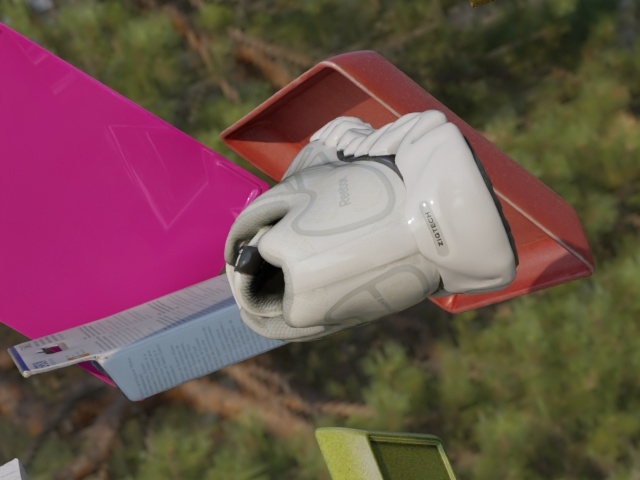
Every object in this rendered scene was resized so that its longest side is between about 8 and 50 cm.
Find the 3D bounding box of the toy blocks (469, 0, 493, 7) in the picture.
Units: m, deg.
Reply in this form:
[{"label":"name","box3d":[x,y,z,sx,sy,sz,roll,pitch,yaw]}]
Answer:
[{"label":"toy blocks","box3d":[0.203,-0.260,1.107,0.381,0.191,0.261,-22,16,-15]}]

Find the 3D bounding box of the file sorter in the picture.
[{"label":"file sorter","box3d":[-0.226,-0.037,1.488,0.202,0.290,0.182,-59,10,-1]}]

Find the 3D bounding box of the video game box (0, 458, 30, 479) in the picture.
[{"label":"video game box","box3d":[-0.324,0.326,1.656,0.187,0.205,0.048,-24,27,-6]}]

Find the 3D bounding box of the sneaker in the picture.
[{"label":"sneaker","box3d":[0.000,0.000,0.923,0.118,0.110,0.292,-26,2,-11]}]

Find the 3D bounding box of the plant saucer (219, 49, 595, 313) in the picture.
[{"label":"plant saucer","box3d":[0.070,-0.048,1.410,0.048,0.259,0.258,-56,12,-20]}]

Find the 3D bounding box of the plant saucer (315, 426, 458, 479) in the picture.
[{"label":"plant saucer","box3d":[0.100,0.282,1.969,0.188,0.188,0.045,10,-41,-45]}]

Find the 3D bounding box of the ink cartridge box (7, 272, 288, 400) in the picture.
[{"label":"ink cartridge box","box3d":[-0.111,0.071,1.305,0.224,0.045,0.223,-19,5,-11]}]
